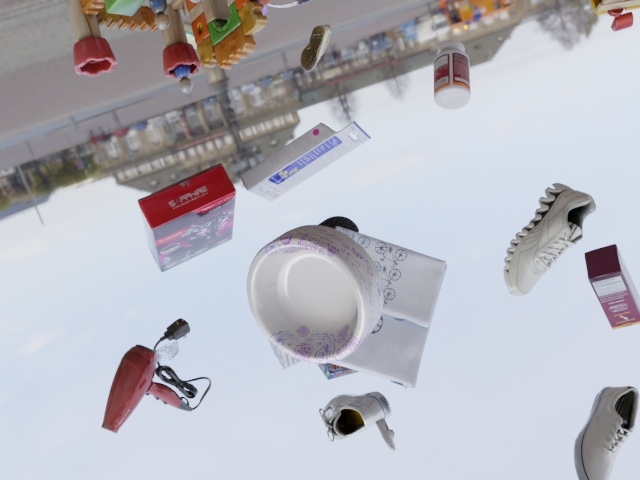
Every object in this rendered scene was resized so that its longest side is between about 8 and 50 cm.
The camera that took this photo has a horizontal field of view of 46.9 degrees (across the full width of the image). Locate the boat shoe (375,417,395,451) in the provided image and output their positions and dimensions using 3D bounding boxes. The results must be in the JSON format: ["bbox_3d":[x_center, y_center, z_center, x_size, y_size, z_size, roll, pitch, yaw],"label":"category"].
[{"bbox_3d":[0.195,0.555,2.111,0.035,0.100,0.035,-33,148,6],"label":"boat shoe"}]

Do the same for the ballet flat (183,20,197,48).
[{"bbox_3d":[-0.365,-0.555,1.992,0.086,0.086,0.248,-22,-164,-14],"label":"ballet flat"}]

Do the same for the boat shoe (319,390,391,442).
[{"bbox_3d":[0.071,0.582,2.368,0.156,0.136,0.367,-23,177,-33],"label":"boat shoe"}]

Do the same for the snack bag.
[{"bbox_3d":[0.137,0.170,1.834,0.323,0.342,0.037,19,172,-15],"label":"snack bag"}]

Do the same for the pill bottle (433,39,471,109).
[{"bbox_3d":[0.310,-0.393,1.739,0.086,0.152,0.086,3,155,1],"label":"pill bottle"}]

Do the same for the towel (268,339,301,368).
[{"bbox_3d":[-0.058,0.269,2.333,0.235,0.121,0.284,-26,149,-11],"label":"towel"}]

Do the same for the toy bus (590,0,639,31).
[{"bbox_3d":[0.543,-0.451,1.222,0.191,0.104,0.202,-25,161,34],"label":"toy bus"}]

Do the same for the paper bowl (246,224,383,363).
[{"bbox_3d":[-0.002,0.103,1.557,0.284,0.284,0.148,-11,-165,33],"label":"paper bowl"}]

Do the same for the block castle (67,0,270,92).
[{"bbox_3d":[-0.276,-0.461,1.459,0.303,0.213,0.453,-9,171,-43],"label":"block castle"}]

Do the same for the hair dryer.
[{"bbox_3d":[-0.361,0.326,1.629,0.080,0.224,0.293,-2,-160,45],"label":"hair dryer"}]

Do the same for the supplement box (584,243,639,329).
[{"bbox_3d":[0.724,0.116,1.816,0.081,0.188,0.104,-20,-147,27],"label":"supplement box"}]

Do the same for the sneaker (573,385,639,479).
[{"bbox_3d":[0.618,0.414,1.583,0.258,0.094,0.091,-60,-172,-34],"label":"sneaker"}]

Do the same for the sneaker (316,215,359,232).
[{"bbox_3d":[0.000,0.000,2.142,0.234,0.084,0.097,-18,156,-26],"label":"sneaker"}]

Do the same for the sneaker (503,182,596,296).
[{"bbox_3d":[0.521,0.002,1.685,0.118,0.110,0.292,23,-100,53],"label":"sneaker"}]

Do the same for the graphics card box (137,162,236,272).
[{"bbox_3d":[-0.347,-0.050,1.949,0.233,0.094,0.371,-27,168,-17],"label":"graphics card box"}]

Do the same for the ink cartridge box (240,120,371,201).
[{"bbox_3d":[-0.040,-0.244,2.156,0.371,0.069,0.176,-29,163,14],"label":"ink cartridge box"}]

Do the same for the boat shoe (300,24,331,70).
[{"bbox_3d":[-0.008,-0.470,1.801,0.045,0.050,0.135,-38,170,-38],"label":"boat shoe"}]

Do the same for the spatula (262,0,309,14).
[{"bbox_3d":[-0.077,-0.569,1.762,0.296,0.030,0.084,-15,176,12],"label":"spatula"}]

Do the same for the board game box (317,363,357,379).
[{"bbox_3d":[0.035,0.381,2.514,0.136,0.035,0.201,-9,-139,-32],"label":"board game box"}]
